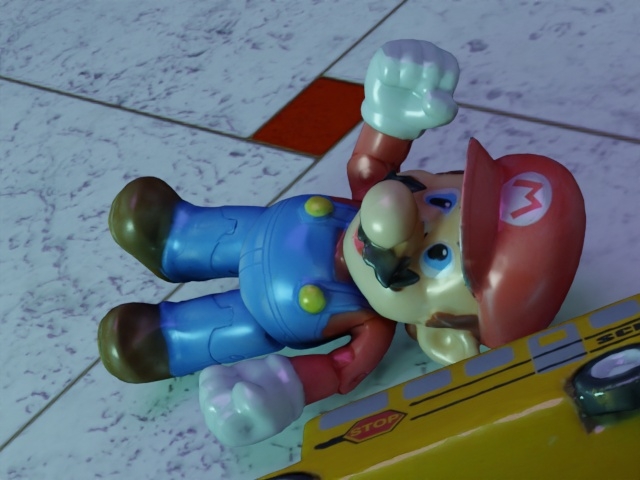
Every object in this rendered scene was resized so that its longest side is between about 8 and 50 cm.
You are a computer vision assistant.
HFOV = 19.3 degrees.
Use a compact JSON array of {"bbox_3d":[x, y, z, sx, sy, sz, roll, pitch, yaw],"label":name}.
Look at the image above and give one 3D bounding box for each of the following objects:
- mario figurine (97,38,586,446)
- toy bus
[{"bbox_3d":[0.000,0.000,1.106,0.320,0.198,0.170,-9,14,31],"label":"mario figurine"},{"bbox_3d":[0.098,0.115,0.926,0.333,0.108,0.130,-21,14,6],"label":"toy bus"}]
